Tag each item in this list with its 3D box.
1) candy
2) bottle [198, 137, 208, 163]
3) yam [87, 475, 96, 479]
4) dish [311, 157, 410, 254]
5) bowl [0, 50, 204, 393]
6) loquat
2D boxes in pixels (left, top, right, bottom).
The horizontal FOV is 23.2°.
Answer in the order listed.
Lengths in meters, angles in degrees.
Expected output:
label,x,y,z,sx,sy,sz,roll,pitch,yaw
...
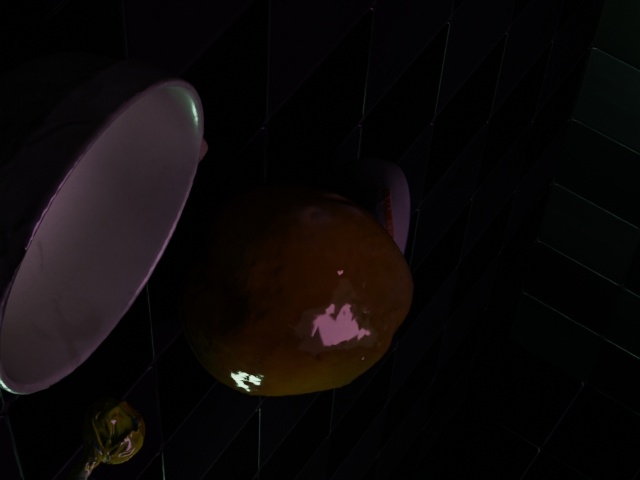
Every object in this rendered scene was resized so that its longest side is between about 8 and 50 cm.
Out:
label,x,y,z,sx,sy,sz,roll,pitch,yaw
candy,-0.301,0.296,1.873,0.262,0.077,0.073,-54,163,-33
bottle,-0.202,-0.034,1.566,0.209,0.110,0.097,-57,163,-10
yam,-0.312,0.380,2.010,0.141,0.079,0.079,-58,163,-10
dish,0.000,0.000,2.158,0.273,0.133,0.273,-49,-149,43
bowl,-0.243,-0.034,1.357,0.307,0.163,0.307,-52,162,-26
loquat,-0.031,0.066,1.929,0.276,0.283,0.276,-52,-156,35
